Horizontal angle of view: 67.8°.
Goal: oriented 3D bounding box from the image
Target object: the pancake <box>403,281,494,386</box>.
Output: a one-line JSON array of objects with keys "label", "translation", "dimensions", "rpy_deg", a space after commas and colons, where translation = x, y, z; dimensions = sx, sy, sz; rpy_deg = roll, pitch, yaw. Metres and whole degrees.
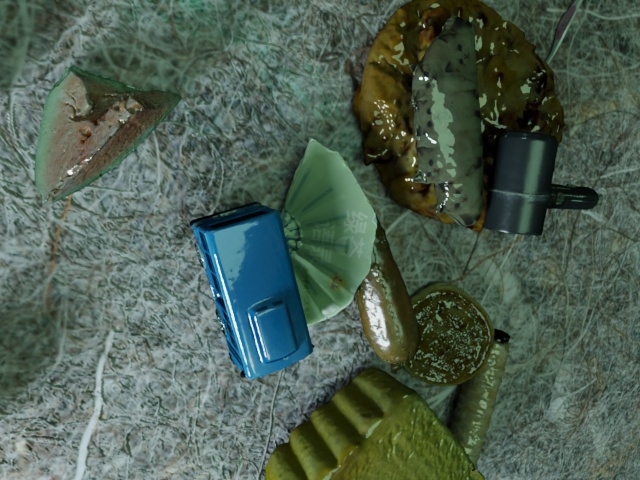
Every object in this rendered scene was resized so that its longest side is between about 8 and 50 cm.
[{"label": "pancake", "translation": [0.178, 0.138, 0.689], "dimensions": [0.158, 0.028, 0.158], "rpy_deg": [0, 93, -8]}]

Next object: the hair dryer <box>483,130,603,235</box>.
[{"label": "hair dryer", "translation": [0.308, -0.069, 0.624], "dimensions": [0.219, 0.071, 0.124], "rpy_deg": [2, 101, -31]}]

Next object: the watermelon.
[{"label": "watermelon", "translation": [-0.227, -0.108, 0.464], "dimensions": [0.101, 0.080, 0.155], "rpy_deg": [36, 99, -16]}]

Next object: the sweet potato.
[{"label": "sweet potato", "translation": [0.068, 0.038, 0.614], "dimensions": [0.075, 0.075, 0.273], "rpy_deg": [-23, 103, -19]}]

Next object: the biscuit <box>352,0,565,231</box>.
[{"label": "biscuit", "translation": [0.201, -0.162, 0.635], "dimensions": [0.334, 0.081, 0.289], "rpy_deg": [26, 87, -24]}]

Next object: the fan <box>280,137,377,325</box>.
[{"label": "fan", "translation": [0.000, 0.000, 0.574], "dimensions": [0.131, 0.009, 0.240], "rpy_deg": [7, 106, 6]}]

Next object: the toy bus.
[{"label": "toy bus", "translation": [-0.075, 0.058, 0.534], "dimensions": [0.090, 0.106, 0.184], "rpy_deg": [-20, 106, -22]}]

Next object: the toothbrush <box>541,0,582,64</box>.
[{"label": "toothbrush", "translation": [0.373, -0.330, 0.716], "dimensions": [0.022, 0.017, 0.204], "rpy_deg": [35, 84, -44]}]

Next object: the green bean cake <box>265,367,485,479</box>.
[{"label": "green bean cake", "translation": [0.068, 0.317, 0.631], "dimensions": [0.233, 0.124, 0.236], "rpy_deg": [-42, 112, -13]}]

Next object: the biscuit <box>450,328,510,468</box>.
[{"label": "biscuit", "translation": [0.241, 0.242, 0.730], "dimensions": [0.055, 0.061, 0.219], "rpy_deg": [15, 92, 19]}]

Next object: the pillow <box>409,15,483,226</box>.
[{"label": "pillow", "translation": [0.143, -0.131, 0.549], "dimensions": [0.093, 0.051, 0.241], "rpy_deg": [-9, 101, -23]}]
